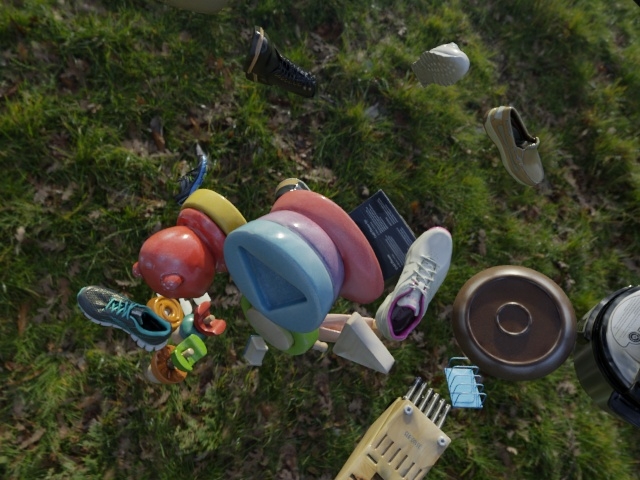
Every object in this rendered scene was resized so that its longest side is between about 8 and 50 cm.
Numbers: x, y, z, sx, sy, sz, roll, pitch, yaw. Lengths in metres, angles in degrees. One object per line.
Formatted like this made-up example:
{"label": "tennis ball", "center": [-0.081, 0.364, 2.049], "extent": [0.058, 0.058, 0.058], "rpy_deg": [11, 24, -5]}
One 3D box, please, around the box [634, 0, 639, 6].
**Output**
{"label": "box", "center": [0.409, -0.309, 0.430], "extent": [0.293, 0.073, 0.295], "rpy_deg": [44, 63, 0]}

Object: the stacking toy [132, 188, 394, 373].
{"label": "stacking toy", "center": [-0.075, 0.083, 0.520], "extent": [0.130, 0.309, 0.279], "rpy_deg": [-44, 122, -36]}

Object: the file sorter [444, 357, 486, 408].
{"label": "file sorter", "center": [0.589, 0.576, 1.706], "extent": [0.118, 0.104, 0.170], "rpy_deg": [2, 42, 0]}

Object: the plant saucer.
{"label": "plant saucer", "center": [0.512, 0.212, 1.118], "extent": [0.310, 0.050, 0.311], "rpy_deg": [-6, 71, 17]}

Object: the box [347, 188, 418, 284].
{"label": "box", "center": [0.245, 0.019, 1.814], "extent": [0.312, 0.179, 0.343], "rpy_deg": [-35, 70, 12]}

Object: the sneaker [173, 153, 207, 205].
{"label": "sneaker", "center": [-0.430, -0.204, 1.389], "extent": [0.078, 0.067, 0.188], "rpy_deg": [24, 84, -4]}

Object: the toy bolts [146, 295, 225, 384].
{"label": "toy bolts", "center": [-0.397, 0.253, 1.136], "extent": [0.218, 0.158, 0.228], "rpy_deg": [57, 23, -4]}

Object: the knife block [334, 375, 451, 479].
{"label": "knife block", "center": [0.120, 0.359, 0.724], "extent": [0.088, 0.242, 0.275], "rpy_deg": [41, 72, 16]}

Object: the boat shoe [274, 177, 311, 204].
{"label": "boat shoe", "center": [0.000, 0.000, 1.522], "extent": [0.500, 0.187, 0.156], "rpy_deg": [53, 19, -11]}

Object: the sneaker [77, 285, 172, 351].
{"label": "sneaker", "center": [-0.319, 0.121, 0.702], "extent": [0.166, 0.076, 0.065], "rpy_deg": [36, 48, -21]}

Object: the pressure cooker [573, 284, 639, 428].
{"label": "pressure cooker", "center": [0.926, 0.308, 1.134], "extent": [0.375, 0.420, 0.370], "rpy_deg": [-8, 64, 16]}

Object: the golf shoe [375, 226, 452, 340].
{"label": "golf shoe", "center": [0.238, 0.111, 1.007], "extent": [0.115, 0.140, 0.306], "rpy_deg": [25, 93, 3]}

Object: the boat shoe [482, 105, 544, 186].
{"label": "boat shoe", "center": [0.394, -0.180, 0.821], "extent": [0.190, 0.072, 0.068], "rpy_deg": [43, 76, -22]}

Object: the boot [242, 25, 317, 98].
{"label": "boot", "center": [-0.060, -0.305, 0.740], "extent": [0.137, 0.077, 0.198], "rpy_deg": [19, 12, -10]}

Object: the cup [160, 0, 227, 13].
{"label": "cup", "center": [-0.363, -0.680, 0.913], "extent": [0.237, 0.331, 0.331], "rpy_deg": [-20, 68, -33]}

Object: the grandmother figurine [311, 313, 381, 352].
{"label": "grandmother figurine", "center": [-0.010, 0.232, 1.134], "extent": [0.342, 0.208, 0.104], "rpy_deg": [5, 24, 4]}

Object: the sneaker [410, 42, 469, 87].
{"label": "sneaker", "center": [0.285, -0.412, 0.957], "extent": [0.095, 0.235, 0.090], "rpy_deg": [-33, 112, 5]}

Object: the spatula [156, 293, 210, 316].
{"label": "spatula", "center": [-0.473, 0.188, 1.401], "extent": [0.168, 0.019, 0.242], "rpy_deg": [-39, 40, -11]}

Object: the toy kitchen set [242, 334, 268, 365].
{"label": "toy kitchen set", "center": [-0.144, 0.325, 1.415], "extent": [0.207, 0.166, 0.122], "rpy_deg": [14, 14, -35]}
